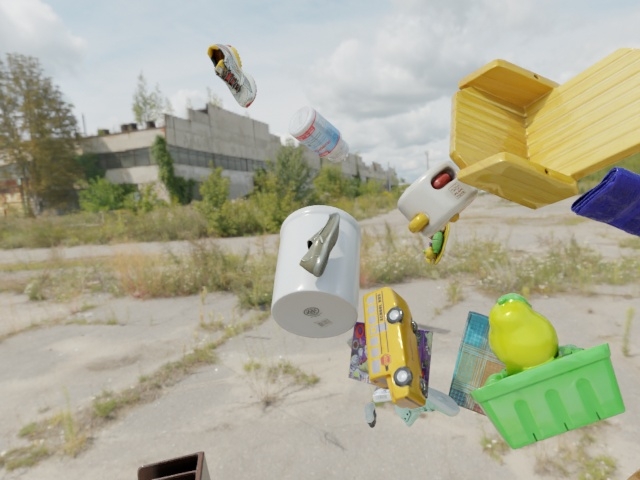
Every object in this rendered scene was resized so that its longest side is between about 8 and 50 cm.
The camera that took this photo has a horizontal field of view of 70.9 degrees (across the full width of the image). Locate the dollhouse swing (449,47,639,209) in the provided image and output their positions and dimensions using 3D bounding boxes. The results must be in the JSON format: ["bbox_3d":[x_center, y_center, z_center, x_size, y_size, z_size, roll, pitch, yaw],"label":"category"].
[{"bbox_3d":[0.521,-0.309,1.043,0.314,0.347,0.305,18,-30,-11],"label":"dollhouse swing"}]

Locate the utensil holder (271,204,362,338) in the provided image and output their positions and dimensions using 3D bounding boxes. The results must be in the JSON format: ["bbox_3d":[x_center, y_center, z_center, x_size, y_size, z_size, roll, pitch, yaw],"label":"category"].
[{"bbox_3d":[-0.011,0.117,1.664,0.327,0.328,0.386,-3,46,10],"label":"utensil holder"}]

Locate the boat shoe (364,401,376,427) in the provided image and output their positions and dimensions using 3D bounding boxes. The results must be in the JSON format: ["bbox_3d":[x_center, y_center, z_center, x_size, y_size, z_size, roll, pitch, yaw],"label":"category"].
[{"bbox_3d":[0.202,0.692,1.785,0.046,0.038,0.125,-20,13,8],"label":"boat shoe"}]

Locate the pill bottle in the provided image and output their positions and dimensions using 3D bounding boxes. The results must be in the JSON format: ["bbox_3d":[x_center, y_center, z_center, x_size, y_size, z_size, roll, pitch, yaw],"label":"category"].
[{"bbox_3d":[0.000,-0.270,1.166,0.087,0.087,0.160,2,-22,47],"label":"pill bottle"}]

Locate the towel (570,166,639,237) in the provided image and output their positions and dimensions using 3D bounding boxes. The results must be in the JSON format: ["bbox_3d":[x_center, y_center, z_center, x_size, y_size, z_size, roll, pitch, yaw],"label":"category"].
[{"bbox_3d":[0.998,-0.100,1.417,0.308,0.076,0.228,18,-29,1],"label":"towel"}]

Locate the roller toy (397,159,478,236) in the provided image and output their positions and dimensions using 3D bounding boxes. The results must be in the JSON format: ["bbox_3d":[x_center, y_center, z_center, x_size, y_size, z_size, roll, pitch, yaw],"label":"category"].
[{"bbox_3d":[0.321,-0.107,1.223,0.191,0.146,0.209,-46,-13,25],"label":"roller toy"}]

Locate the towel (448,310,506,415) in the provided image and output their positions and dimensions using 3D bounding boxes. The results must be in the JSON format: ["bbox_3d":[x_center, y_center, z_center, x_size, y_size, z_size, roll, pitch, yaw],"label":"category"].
[{"bbox_3d":[0.664,0.487,1.733,0.271,0.371,0.040,15,-7,20],"label":"towel"}]

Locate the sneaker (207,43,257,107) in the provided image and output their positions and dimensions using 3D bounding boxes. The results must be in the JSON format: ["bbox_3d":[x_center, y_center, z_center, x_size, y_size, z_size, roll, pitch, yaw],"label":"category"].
[{"bbox_3d":[-0.274,-0.496,1.361,0.088,0.225,0.092,-38,-12,33],"label":"sneaker"}]

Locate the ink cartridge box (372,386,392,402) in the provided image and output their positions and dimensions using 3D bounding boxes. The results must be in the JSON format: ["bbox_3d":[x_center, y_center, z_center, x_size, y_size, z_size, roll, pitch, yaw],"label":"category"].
[{"bbox_3d":[0.388,0.770,2.327,0.206,0.045,0.208,-13,-2,16],"label":"ink cartridge box"}]

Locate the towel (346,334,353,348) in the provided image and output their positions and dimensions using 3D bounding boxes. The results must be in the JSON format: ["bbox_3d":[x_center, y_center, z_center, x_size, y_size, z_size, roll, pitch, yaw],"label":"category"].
[{"bbox_3d":[0.236,0.460,1.978,0.187,0.282,0.049,-37,40,-7],"label":"towel"}]

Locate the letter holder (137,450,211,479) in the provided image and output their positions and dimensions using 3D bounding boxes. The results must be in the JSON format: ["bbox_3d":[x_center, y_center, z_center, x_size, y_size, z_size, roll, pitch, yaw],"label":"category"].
[{"bbox_3d":[-0.429,0.819,1.332,0.214,0.302,0.152,-9,18,-7],"label":"letter holder"}]

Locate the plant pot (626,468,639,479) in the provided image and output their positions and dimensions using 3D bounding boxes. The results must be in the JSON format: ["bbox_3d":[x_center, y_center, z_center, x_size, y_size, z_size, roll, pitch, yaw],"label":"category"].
[{"bbox_3d":[1.126,0.846,1.408,0.290,0.291,0.203,-5,29,-14],"label":"plant pot"}]

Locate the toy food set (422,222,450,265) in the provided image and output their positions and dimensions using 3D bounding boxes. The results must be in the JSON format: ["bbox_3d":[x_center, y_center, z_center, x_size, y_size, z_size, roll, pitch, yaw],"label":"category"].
[{"bbox_3d":[0.426,-0.020,1.683,0.071,0.218,0.128,17,-4,-4],"label":"toy food set"}]

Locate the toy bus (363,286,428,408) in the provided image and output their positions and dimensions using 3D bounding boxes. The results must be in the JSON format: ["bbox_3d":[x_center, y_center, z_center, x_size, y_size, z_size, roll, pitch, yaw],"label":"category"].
[{"bbox_3d":[0.203,0.298,1.263,0.130,0.333,0.108,-24,-44,27],"label":"toy bus"}]

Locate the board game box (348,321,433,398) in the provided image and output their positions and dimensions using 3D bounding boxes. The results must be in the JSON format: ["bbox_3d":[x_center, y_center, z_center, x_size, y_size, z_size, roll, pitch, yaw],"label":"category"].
[{"bbox_3d":[0.226,0.391,1.516,0.056,0.208,0.346,19,-15,-32],"label":"board game box"}]

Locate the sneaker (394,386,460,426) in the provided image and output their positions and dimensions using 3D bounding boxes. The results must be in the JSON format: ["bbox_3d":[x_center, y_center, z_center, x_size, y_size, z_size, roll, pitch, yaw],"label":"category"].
[{"bbox_3d":[0.375,0.608,1.607,0.094,0.151,0.255,13,0,-40],"label":"sneaker"}]

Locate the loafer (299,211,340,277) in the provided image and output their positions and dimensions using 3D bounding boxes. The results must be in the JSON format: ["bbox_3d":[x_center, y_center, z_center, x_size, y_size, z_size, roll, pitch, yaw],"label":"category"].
[{"bbox_3d":[0.000,0.000,1.450,0.087,0.094,0.251,16,52,11],"label":"loafer"}]

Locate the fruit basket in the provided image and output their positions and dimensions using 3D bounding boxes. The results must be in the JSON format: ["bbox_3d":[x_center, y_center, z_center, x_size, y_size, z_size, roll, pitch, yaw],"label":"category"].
[{"bbox_3d":[0.572,0.335,1.230,0.391,0.393,0.283,-2,-20,17],"label":"fruit basket"}]
